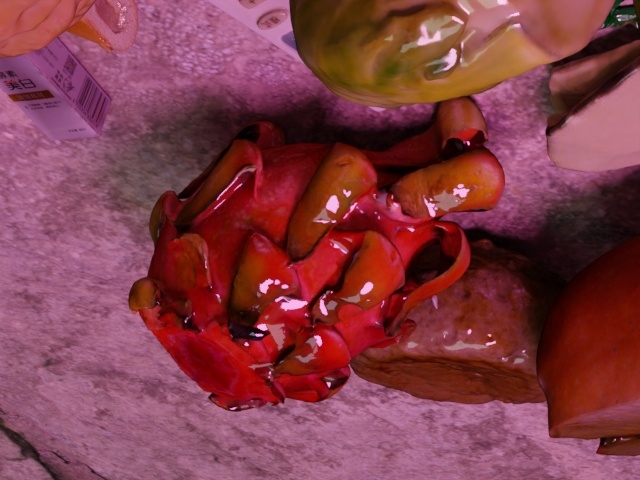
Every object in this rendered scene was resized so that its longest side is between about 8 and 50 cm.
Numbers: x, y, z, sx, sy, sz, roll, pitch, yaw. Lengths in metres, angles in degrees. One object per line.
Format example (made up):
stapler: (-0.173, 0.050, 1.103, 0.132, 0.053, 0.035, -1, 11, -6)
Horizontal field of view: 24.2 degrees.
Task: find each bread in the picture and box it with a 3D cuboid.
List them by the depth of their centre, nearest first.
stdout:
bread: (-0.180, -0.182, 1.119, 0.103, 0.049, 0.062, 20, 159, -15)
bread: (0.130, 0.074, 1.364, 0.230, 0.123, 0.230, 6, 163, 2)

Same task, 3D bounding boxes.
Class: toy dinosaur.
toy dinosaur: (0.178, -0.173, 1.025, 0.060, 0.029, 0.119, -29, 127, 30)

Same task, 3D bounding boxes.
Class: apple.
apple: (0.360, 0.101, 1.167, 0.365, 0.295, 0.329, -8, 120, 28)

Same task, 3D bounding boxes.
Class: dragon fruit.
dragon fruit: (-0.003, 0.017, 1.208, 0.307, 0.243, 0.227, -1, 158, 23)

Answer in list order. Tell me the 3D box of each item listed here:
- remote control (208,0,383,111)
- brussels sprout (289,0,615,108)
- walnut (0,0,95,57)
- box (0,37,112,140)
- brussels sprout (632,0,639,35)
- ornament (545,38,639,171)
remote control: (-0.024, -0.186, 1.042, 0.277, 0.055, 0.103, 31, 147, -29)
brussels sprout: (0.070, -0.167, 0.889, 0.223, 0.223, 0.161, -19, 122, 44)
walnut: (-0.243, -0.210, 0.914, 0.257, 0.224, 0.257, 14, 146, 10)
box: (-0.249, -0.158, 1.200, 0.055, 0.039, 0.218, -3, 147, 29)
brussels sprout: (0.357, -0.094, 0.826, 0.315, 0.276, 0.371, -8, 146, 39)
ornament: (0.263, -0.103, 1.067, 0.201, 0.059, 0.180, 3, 155, 12)
